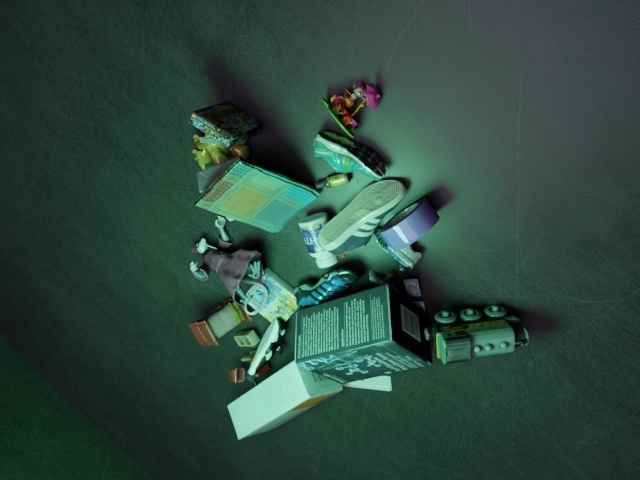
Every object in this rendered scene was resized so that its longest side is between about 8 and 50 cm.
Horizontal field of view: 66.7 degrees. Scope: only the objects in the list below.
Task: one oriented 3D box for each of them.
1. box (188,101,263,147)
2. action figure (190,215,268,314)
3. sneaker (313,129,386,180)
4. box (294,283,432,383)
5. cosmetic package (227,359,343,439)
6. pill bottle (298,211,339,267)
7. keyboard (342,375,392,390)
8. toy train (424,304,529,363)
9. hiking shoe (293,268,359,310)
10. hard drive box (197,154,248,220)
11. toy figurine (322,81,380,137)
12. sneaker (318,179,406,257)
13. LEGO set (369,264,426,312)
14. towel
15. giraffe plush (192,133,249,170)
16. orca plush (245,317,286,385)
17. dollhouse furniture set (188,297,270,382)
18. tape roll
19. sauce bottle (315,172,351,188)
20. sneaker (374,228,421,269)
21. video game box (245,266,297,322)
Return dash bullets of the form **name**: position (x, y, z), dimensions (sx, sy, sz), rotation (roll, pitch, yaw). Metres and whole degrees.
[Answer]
- **box**: position (-0.317, -0.402, 1.664), dimensions (0.159, 0.233, 0.044), rotation (33, 120, 4)
- **action figure**: position (-0.370, 0.088, 1.948), dimensions (0.370, 0.248, 0.275), rotation (25, 159, 36)
- **sneaker**: position (0.098, -0.276, 1.651), dimensions (0.276, 0.107, 0.109), rotation (32, 131, 15)
- **box**: position (0.149, 0.348, 1.742), dimensions (0.396, 0.211, 0.294), rotation (-21, 141, 31)
- **cosmetic package**: position (-0.154, 0.658, 2.040), dimensions (0.453, 0.230, 0.161), rotation (-39, 62, 30)
- **pill bottle**: position (0.000, 0.000, 1.788), dimensions (0.112, 0.112, 0.186), rotation (-13, 107, 25)
- **keyboard**: position (0.170, 0.587, 2.036), dimensions (0.256, 0.014, 0.072), rotation (0, 107, 20)
- **toy train**: position (0.528, 0.320, 1.646), dimensions (0.335, 0.190, 0.142), rotation (-6, 111, -1)
- **hiking shoe**: position (0.030, 0.202, 1.840), dimensions (0.304, 0.113, 0.131), rotation (-28, 60, 36)
- **hard drive box**: position (-0.300, -0.182, 1.737), dimensions (0.181, 0.232, 0.089), rotation (-19, 62, 10)
- **toy figurine**: position (0.113, -0.448, 1.572), dimensions (0.159, 0.130, 0.173), rotation (-39, 70, 16)
- **sneaker**: position (0.162, -0.070, 1.698), dimensions (0.350, 0.131, 0.148), rotation (-36, 137, 11)
- **LEGO set**: position (0.286, 0.187, 1.809), dimensions (0.183, 0.060, 0.244), rotation (-6, 121, 22)
- **towel**: position (-0.214, -0.144, 1.700), dimensions (0.271, 0.370, 0.040), rotation (-38, 54, 30)
- **giraffe plush**: position (-0.387, -0.326, 1.774), dimensions (0.171, 0.210, 0.181), rotation (-4, 72, 48)
- **orca plush**: position (-0.199, 0.463, 1.997), dimensions (0.102, 0.151, 0.286), rotation (25, 83, -19)
- **dollhouse furniture set**: position (-0.358, 0.444, 2.042), dimensions (0.152, 0.201, 0.373), rotation (-15, 106, 49)
- **tape roll**: position (0.293, -0.054, 1.608), dimensions (0.189, 0.189, 0.080), rotation (-36, 97, 29)
- **sauce bottle**: position (0.043, -0.210, 1.720), dimensions (0.128, 0.042, 0.042), rotation (-14, 107, 23)
- **sneaker**: position (0.276, 0.017, 1.725), dimensions (0.191, 0.083, 0.071), rotation (44, 165, 16)
- **video game box**: position (-0.194, 0.239, 2.004), dimensions (0.205, 0.048, 0.187), rotation (39, 122, 1)
